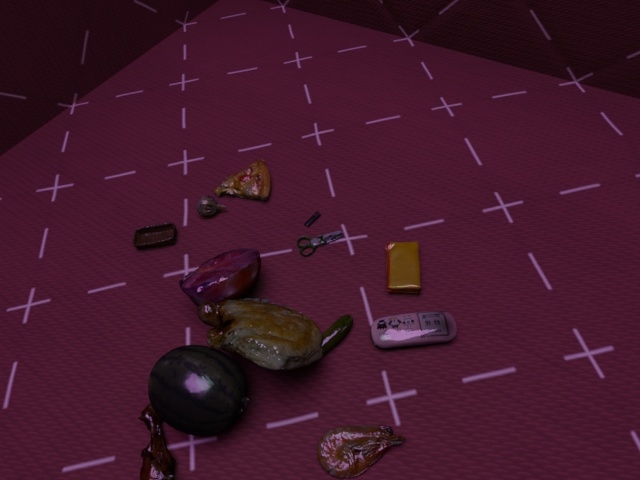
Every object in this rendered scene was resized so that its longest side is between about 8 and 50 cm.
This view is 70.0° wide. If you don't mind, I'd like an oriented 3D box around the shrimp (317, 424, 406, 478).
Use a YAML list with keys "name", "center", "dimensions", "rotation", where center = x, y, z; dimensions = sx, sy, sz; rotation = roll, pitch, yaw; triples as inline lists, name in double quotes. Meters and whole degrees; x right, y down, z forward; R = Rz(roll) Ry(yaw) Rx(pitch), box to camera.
- name: "shrimp"
  center: [0.135, 0.671, 1.477]
  dimensions: [0.294, 0.062, 0.154]
  rotation: [-13, 66, 1]

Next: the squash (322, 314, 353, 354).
- name: "squash"
  center: [0.030, 0.369, 1.701]
  dimensions: [0.258, 0.069, 0.069]
  rotation: [-39, 59, -20]

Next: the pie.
- name: "pie"
  center: [-0.181, 0.330, 1.574]
  dimensions: [0.418, 0.395, 0.181]
  rotation: [20, 99, 42]

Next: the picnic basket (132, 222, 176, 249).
- name: "picnic basket"
  center: [-0.751, -0.017, 2.082]
  dimensions: [0.193, 0.055, 0.110]
  rotation: [-8, 55, 1]

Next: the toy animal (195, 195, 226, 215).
- name: "toy animal"
  center: [-0.516, -0.166, 2.146]
  dimensions: [0.137, 0.098, 0.098]
  rotation: [-6, 52, -19]

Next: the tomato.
- name: "tomato"
  center: [-0.359, 0.169, 1.785]
  dimensions: [0.289, 0.176, 0.335]
  rotation: [-14, 17, 20]

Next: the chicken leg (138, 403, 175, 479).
- name: "chicken leg"
  center: [-0.550, 0.691, 1.534]
  dimensions: [0.113, 0.093, 0.304]
  rotation: [-6, 43, -19]

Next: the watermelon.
- name: "watermelon"
  center: [-0.398, 0.499, 1.525]
  dimensions: [0.359, 0.279, 0.279]
  rotation: [20, 59, 14]

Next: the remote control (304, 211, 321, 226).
- name: "remote control"
  center: [-0.037, -0.098, 2.078]
  dimensions: [0.034, 0.016, 0.091]
  rotation: [35, 65, 22]

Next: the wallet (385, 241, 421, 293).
- name: "wallet"
  center: [0.335, 0.110, 1.859]
  dimensions: [0.141, 0.067, 0.241]
  rotation: [-2, 49, 11]

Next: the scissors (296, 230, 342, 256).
- name: "scissors"
  center: [0.000, 0.000, 1.996]
  dimensions: [0.204, 0.027, 0.101]
  rotation: [-20, 57, -5]

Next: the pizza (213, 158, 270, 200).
- name: "pizza"
  center: [-0.378, -0.272, 2.211]
  dimensions: [0.287, 0.075, 0.280]
  rotation: [-17, 53, -6]

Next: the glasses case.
- name: "glasses case"
  center: [0.341, 0.329, 1.685]
  dimensions: [0.314, 0.075, 0.122]
  rotation: [-6, 57, 2]
